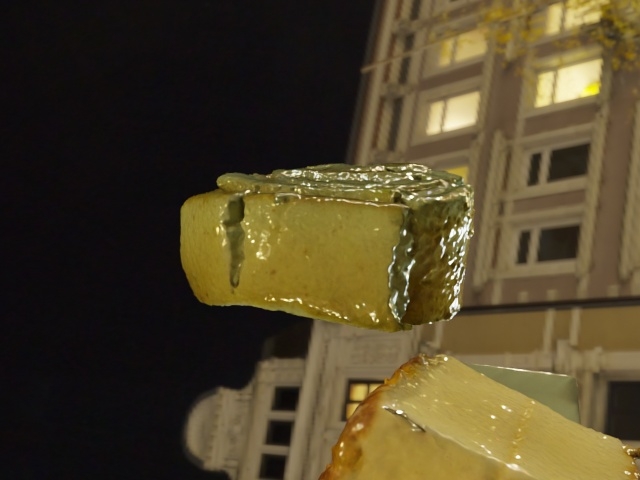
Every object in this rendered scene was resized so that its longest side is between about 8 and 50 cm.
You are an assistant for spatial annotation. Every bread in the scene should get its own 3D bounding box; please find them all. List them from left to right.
[{"bbox_3d":[0.000,0.000,0.872,0.186,0.257,0.124,-42,-47,-76],"label":"bread"},{"bbox_3d":[0.084,0.248,0.739,0.279,0.207,0.279,-66,-11,9],"label":"bread"}]

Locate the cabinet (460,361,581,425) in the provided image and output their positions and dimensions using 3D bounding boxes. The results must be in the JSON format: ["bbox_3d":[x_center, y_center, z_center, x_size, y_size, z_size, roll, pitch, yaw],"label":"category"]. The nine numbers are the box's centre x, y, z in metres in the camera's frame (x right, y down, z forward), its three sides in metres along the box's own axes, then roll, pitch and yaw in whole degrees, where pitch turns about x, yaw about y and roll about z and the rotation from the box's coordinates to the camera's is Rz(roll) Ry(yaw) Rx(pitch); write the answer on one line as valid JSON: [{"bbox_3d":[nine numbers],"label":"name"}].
[{"bbox_3d":[0.182,0.258,1.111,0.145,0.206,0.150,7,-133,-1],"label":"cabinet"}]
